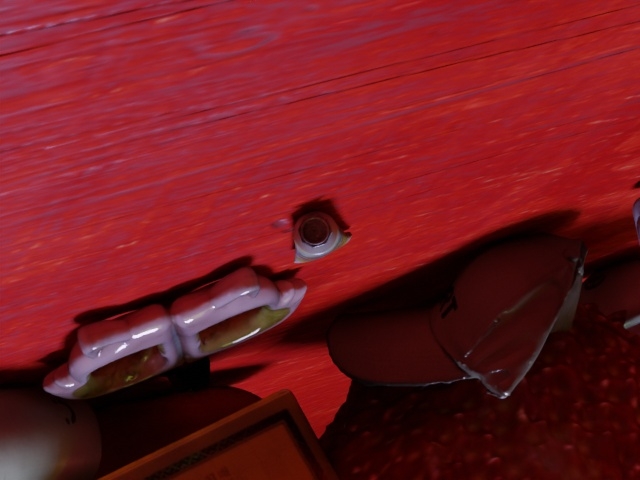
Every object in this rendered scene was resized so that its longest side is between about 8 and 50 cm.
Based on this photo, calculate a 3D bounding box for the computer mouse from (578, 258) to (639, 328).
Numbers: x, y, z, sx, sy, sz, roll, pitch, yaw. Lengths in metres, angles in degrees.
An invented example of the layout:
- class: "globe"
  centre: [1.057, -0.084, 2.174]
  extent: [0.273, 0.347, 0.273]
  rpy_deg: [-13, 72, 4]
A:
- class: "computer mouse"
  centre: [0.267, 0.045, 1.508]
  extent: [0.089, 0.056, 0.182]
  rpy_deg: [-21, 177, 31]

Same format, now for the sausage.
- class: "sausage"
  centre: [-0.110, 0.155, 1.257]
  extent: [0.098, 0.098, 0.238]
  rpy_deg: [-28, 165, 33]

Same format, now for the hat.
- class: "hat"
  centre: [0.088, 0.043, 1.162]
  extent: [0.175, 0.085, 0.147]
  rpy_deg: [-1, -164, 20]

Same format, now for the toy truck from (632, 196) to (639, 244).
- class: "toy truck"
  centre: [0.277, -0.024, 1.072]
  extent: [0.116, 0.110, 0.216]
  rpy_deg: [-2, 163, -23]

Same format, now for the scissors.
- class: "scissors"
  centre: [-0.085, 0.068, 1.049]
  extent: [0.160, 0.024, 0.317]
  rpy_deg: [-21, 169, -7]

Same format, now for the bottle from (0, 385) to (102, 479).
- class: "bottle"
  centre: [-0.197, 0.117, 0.952]
  extent: [0.072, 0.072, 0.201]
  rpy_deg: [-24, 169, 18]

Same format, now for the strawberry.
- class: "strawberry"
  centre: [0.137, 0.183, 1.249]
  extent: [0.292, 0.292, 0.343]
  rpy_deg: [-25, -172, 20]

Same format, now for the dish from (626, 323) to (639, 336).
- class: "dish"
  centre: [0.283, 0.121, 1.845]
  extent: [0.260, 0.085, 0.260]
  rpy_deg: [-22, 169, -4]

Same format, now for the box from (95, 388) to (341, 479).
- class: "box"
  centre: [-0.148, 0.212, 1.060]
  extent: [0.301, 0.084, 0.193]
  rpy_deg: [-24, 165, -23]

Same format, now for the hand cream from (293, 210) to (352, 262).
- class: "hand cream"
  centre: [0.000, 0.000, 0.881]
  extent: [0.035, 0.022, 0.102]
  rpy_deg: [-28, 174, -1]
